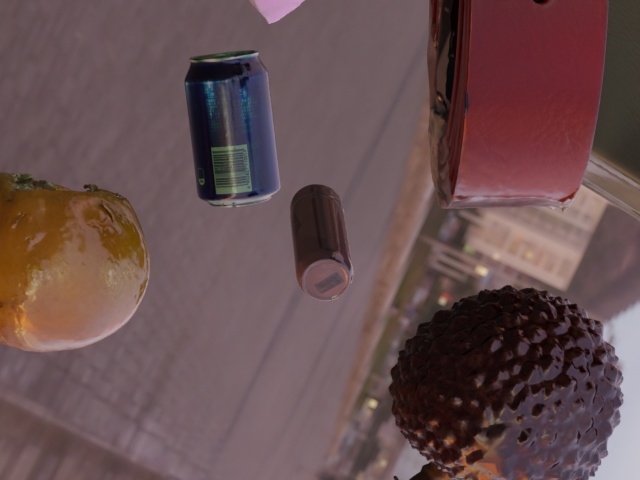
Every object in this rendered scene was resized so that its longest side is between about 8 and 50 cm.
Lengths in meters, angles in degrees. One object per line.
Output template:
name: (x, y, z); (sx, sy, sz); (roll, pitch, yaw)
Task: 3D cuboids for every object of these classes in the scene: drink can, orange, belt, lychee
drink can: (-0.119, -0.152, 2.144); (0.118, 0.118, 0.205); (-49, 136, -74)
orange: (-0.206, 0.012, 1.203); (0.155, 0.154, 0.134); (-58, 153, -59)
belt: (0.150, -0.159, 1.265); (0.227, 0.115, 0.324); (-94, -176, -59)
lychee: (0.208, 0.190, 1.832); (0.300, 0.264, 0.264); (-46, 180, 13)

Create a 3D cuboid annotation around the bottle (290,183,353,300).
bottle: (0.000, 0.000, 1.478); (0.140, 0.053, 0.053); (-96, -154, -59)

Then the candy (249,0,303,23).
candy: (-0.020, -0.428, 2.097); (0.265, 0.155, 0.116); (-36, 142, 16)

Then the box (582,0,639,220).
box: (0.399, -0.201, 1.704); (0.344, 0.352, 0.177); (-51, 148, -4)
